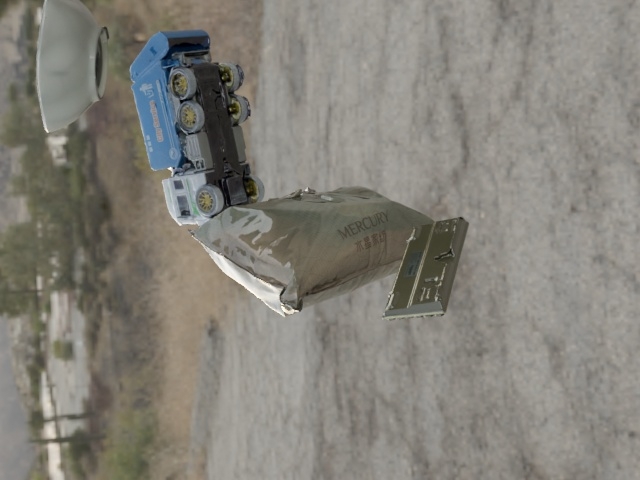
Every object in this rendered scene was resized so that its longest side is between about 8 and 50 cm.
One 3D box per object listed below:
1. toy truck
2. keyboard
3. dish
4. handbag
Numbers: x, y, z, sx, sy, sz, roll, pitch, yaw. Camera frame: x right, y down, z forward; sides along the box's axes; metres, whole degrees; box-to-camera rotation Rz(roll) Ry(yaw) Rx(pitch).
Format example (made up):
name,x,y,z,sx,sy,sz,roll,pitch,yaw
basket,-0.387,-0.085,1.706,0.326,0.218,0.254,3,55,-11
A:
name,x,y,z,sx,sy,sz,roll,pitch,yaw
toy truck,-0.230,-0.206,1.797,0.175,0.146,0.367,-7,96,41
keyboard,0.083,0.021,0.743,0.015,0.049,0.129,67,-155,-24
dish,-0.311,-0.229,1.240,0.191,0.066,0.190,-176,90,-87
handbag,0.000,0.000,1.039,0.182,0.270,0.117,31,123,33
